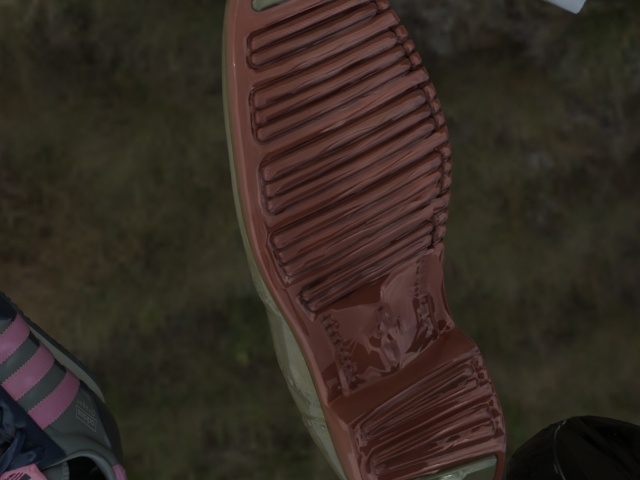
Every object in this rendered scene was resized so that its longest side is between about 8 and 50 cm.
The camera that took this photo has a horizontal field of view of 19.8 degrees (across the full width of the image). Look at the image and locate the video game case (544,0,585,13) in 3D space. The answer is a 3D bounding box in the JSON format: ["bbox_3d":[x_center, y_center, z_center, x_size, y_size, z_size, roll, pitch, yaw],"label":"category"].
[{"bbox_3d":[0.049,-0.208,1.192,0.183,0.023,0.201,15,-168,-47],"label":"video game case"}]

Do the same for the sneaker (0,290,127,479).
[{"bbox_3d":[-0.222,0.118,1.231,0.112,0.131,0.319,-33,145,12],"label":"sneaker"}]

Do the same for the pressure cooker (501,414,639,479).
[{"bbox_3d":[0.194,0.386,1.301,0.370,0.375,0.420,9,118,-50],"label":"pressure cooker"}]

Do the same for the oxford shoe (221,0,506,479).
[{"bbox_3d":[0.000,0.000,1.145,0.140,0.397,0.146,-22,-156,-22],"label":"oxford shoe"}]
